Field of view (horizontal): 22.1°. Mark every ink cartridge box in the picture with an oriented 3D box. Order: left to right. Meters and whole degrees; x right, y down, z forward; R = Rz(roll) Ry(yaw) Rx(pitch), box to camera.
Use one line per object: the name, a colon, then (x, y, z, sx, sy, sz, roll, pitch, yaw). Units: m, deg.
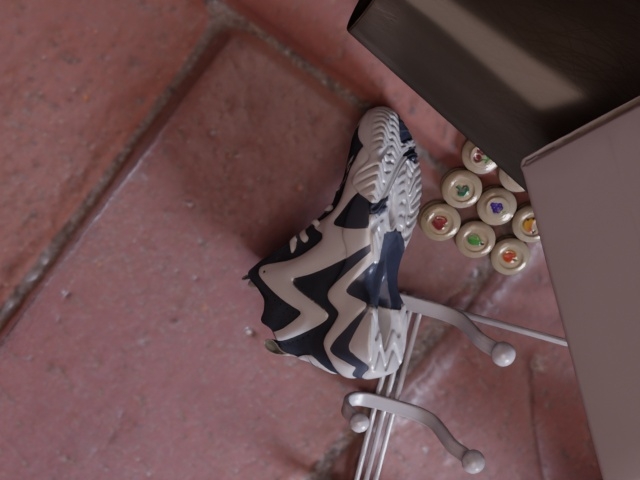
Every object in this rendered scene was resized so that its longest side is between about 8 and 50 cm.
ink cartridge box: (0.345, 0.083, 1.277, 0.166, 0.286, 0.395, -28, 146, 27)

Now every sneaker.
sneaker: (0.000, 0.000, 1.436, 0.153, 0.094, 0.235, 1, 91, 29)

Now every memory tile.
memory tile: (0.167, -0.046, 1.465, 0.113, 0.012, 0.148, 26, 109, -12)

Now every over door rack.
over door rack: (0.179, 0.189, 1.513, 0.324, 0.108, 0.240, 11, 113, -6)

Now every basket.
basket: (0.148, -0.164, 1.342, 0.226, 0.154, 0.204, 31, 83, -8)
